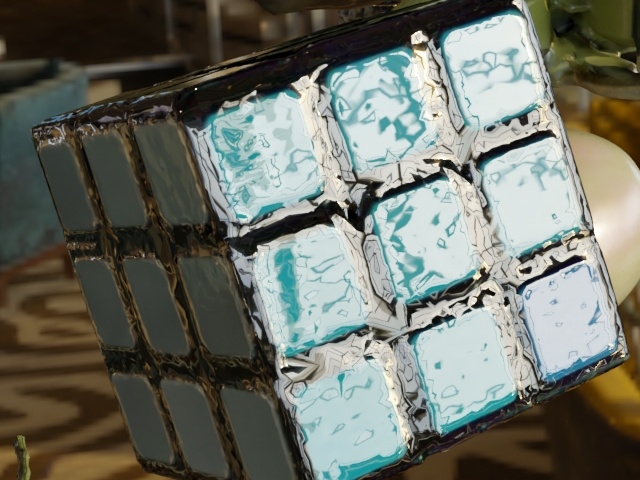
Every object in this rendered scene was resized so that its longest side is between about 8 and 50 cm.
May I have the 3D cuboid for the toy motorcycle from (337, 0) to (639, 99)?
[{"bbox_3d":[0.222,-0.238,1.765,0.410,0.168,0.237,-5,25,3],"label":"toy motorcycle"}]

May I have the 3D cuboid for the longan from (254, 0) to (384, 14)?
[{"bbox_3d":[-0.016,-0.311,1.211,0.350,0.288,0.288,24,-2,-32],"label":"longan"}]

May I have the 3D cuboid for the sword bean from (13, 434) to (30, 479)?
[{"bbox_3d":[-0.216,0.162,1.227,0.012,0.012,0.083,-6,18,-10],"label":"sword bean"}]

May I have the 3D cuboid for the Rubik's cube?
[{"bbox_3d":[0.000,0.000,0.688,0.162,0.160,0.163,-22,10,-29],"label":"Rubik's cube"}]

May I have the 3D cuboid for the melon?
[{"bbox_3d":[0.169,0.010,1.615,0.317,0.223,0.223,-21,20,-20],"label":"melon"}]
